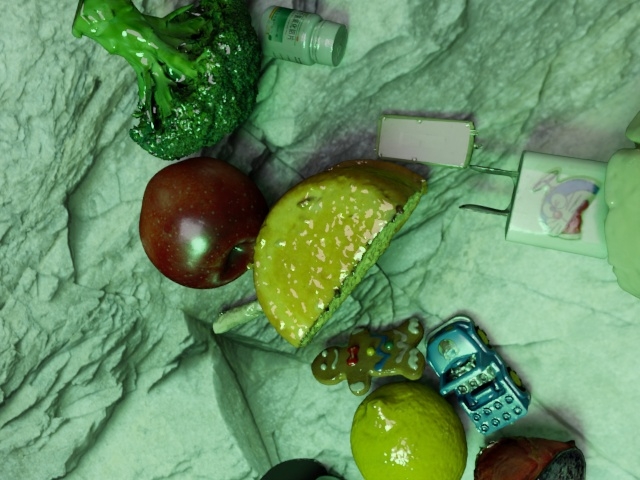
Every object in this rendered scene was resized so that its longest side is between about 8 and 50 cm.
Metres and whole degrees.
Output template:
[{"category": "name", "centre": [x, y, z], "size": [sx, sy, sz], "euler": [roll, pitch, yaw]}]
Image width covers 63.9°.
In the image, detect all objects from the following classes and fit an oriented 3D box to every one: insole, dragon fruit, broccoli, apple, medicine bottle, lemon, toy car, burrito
[{"category": "insole", "centre": [-0.104, 0.542, 1.062], "size": [0.322, 0.007, 0.109], "euler": [-44, 83, 22]}, {"category": "dragon fruit", "centre": [0.297, 0.394, 0.806], "size": [0.148, 0.218, 0.224], "euler": [18, 120, 48]}, {"category": "broccoli", "centre": [-0.240, -0.272, 0.815], "size": [0.297, 0.297, 0.298], "euler": [-32, 48, 44]}, {"category": "apple", "centre": [-0.195, -0.030, 0.874], "size": [0.201, 0.218, 0.218], "euler": [32, 109, 22]}, {"category": "medicine bottle", "centre": [-0.028, -0.328, 0.833], "size": [0.130, 0.080, 0.081], "euler": [18, 106, 17]}, {"category": "lemon", "centre": [0.145, 0.332, 0.841], "size": [0.186, 0.187, 0.244], "euler": [-20, 125, 22]}, {"category": "toy car", "centre": [0.247, 0.223, 0.825], "size": [0.097, 0.100, 0.191], "euler": [-41, 81, 25]}, {"category": "burrito", "centre": [-0.124, 0.132, 0.971], "size": [0.185, 0.045, 0.041], "euler": [-24, 56, 24]}]

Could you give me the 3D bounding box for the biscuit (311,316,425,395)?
[{"category": "biscuit", "centre": [0.075, 0.197, 0.867], "size": [0.204, 0.138, 0.031], "euler": [-17, 125, 21]}]

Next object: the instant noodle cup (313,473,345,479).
[{"category": "instant noodle cup", "centre": [-0.024, 0.568, 0.944], "size": [0.207, 0.207, 0.233], "euler": [38, 104, 10]}]

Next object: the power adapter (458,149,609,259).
[{"category": "power adapter", "centre": [0.307, -0.061, 0.737], "size": [0.204, 0.125, 0.130], "euler": [11, 104, 17]}]

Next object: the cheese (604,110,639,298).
[{"category": "cheese", "centre": [0.494, -0.060, 0.589], "size": [0.332, 0.153, 0.293], "euler": [-32, 106, -4]}]

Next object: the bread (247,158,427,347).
[{"category": "bread", "centre": [0.000, 0.000, 0.822], "size": [0.179, 0.194, 0.340], "euler": [39, 111, 9]}]

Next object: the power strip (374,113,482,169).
[{"category": "power strip", "centre": [0.172, -0.158, 0.820], "size": [0.168, 0.028, 0.076], "euler": [11, 103, 20]}]
